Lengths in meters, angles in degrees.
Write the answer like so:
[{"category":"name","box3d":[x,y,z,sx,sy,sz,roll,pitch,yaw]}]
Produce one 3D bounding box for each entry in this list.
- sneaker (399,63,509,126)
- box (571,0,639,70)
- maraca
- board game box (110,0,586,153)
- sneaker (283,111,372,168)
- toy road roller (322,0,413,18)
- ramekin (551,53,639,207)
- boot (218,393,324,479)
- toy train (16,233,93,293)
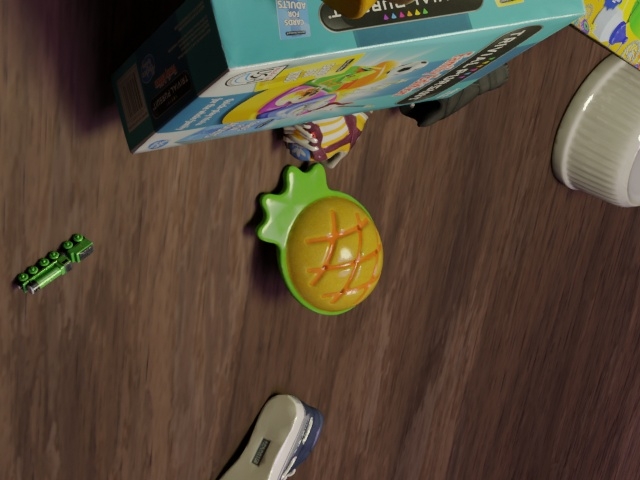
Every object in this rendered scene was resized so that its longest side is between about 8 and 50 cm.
[{"category":"sneaker","box3d":[0.113,-0.215,1.875,0.130,0.109,0.286,-40,144,-8]},{"category":"box","box3d":[0.338,-0.366,1.952,0.290,0.177,0.279,-57,149,10]},{"category":"maraca","box3d":[0.000,0.000,1.923,0.127,0.099,0.186,-51,125,-20]},{"category":"board game box","box3d":[0.019,-0.168,1.546,0.336,0.079,0.254,-12,173,-25]},{"category":"sneaker","box3d":[-0.010,-0.122,1.808,0.185,0.069,0.084,22,95,-59]},{"category":"toy road roller","box3d":[-0.006,-0.353,1.329,0.202,0.329,0.240,-48,170,-18]},{"category":"ramekin","box3d":[0.412,-0.142,2.378,0.207,0.109,0.207,-36,144,-32]},{"category":"boot","box3d":[-0.060,0.276,2.124,0.190,0.069,0.086,-59,148,0]},{"category":"toy train","box3d":[-0.243,0.023,1.649,0.083,0.023,0.017,-39,146,-29]}]
